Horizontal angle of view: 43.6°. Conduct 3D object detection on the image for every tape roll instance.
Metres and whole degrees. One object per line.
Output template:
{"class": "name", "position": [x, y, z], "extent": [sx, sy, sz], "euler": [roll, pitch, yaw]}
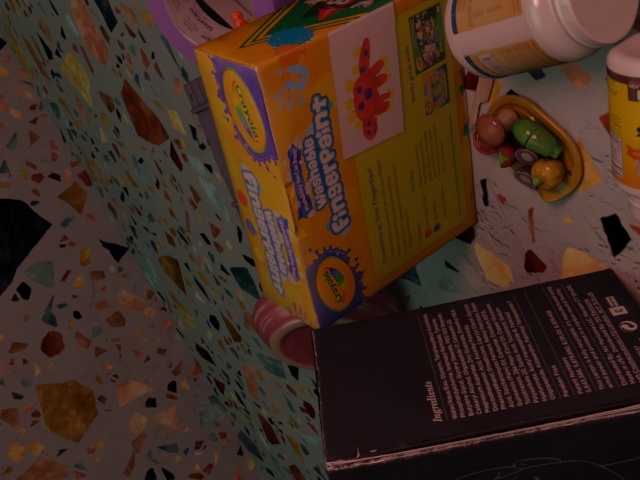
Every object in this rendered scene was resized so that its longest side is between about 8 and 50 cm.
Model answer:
{"class": "tape roll", "position": [-0.189, -0.455, 1.495], "extent": [0.274, 0.090, 0.275], "euler": [17, 138, 16]}

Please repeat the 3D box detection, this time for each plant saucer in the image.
{"class": "plant saucer", "position": [0.016, 0.196, 1.740], "extent": [0.332, 0.332, 0.084], "euler": [101, 172, -54]}

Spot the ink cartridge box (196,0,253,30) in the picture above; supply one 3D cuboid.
{"class": "ink cartridge box", "position": [-0.257, -0.489, 1.727], "extent": [0.333, 0.065, 0.165], "euler": [46, 152, 23]}

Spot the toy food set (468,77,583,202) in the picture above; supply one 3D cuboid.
{"class": "toy food set", "position": [0.280, -0.140, 1.181], "extent": [0.218, 0.071, 0.128], "euler": [47, 152, 20]}

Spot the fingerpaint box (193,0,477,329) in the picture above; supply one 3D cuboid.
{"class": "fingerpaint box", "position": [0.047, -0.148, 1.237], "extent": [0.163, 0.371, 0.445], "euler": [28, 142, 44]}

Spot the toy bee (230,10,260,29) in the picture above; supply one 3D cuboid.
{"class": "toy bee", "position": [-0.114, -0.321, 1.390], "extent": [0.162, 0.298, 0.195], "euler": [27, -174, -37]}

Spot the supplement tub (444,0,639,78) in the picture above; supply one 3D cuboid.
{"class": "supplement tub", "position": [0.264, -0.281, 0.974], "extent": [0.199, 0.144, 0.144], "euler": [2, 121, 59]}

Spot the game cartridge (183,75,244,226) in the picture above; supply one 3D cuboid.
{"class": "game cartridge", "position": [-0.169, -0.199, 1.730], "extent": [0.230, 0.068, 0.355], "euler": [-2, 113, 61]}

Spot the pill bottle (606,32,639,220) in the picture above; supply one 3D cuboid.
{"class": "pill bottle", "position": [0.401, -0.129, 0.937], "extent": [0.117, 0.117, 0.215], "euler": [24, 139, 48]}

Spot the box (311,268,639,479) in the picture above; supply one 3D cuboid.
{"class": "box", "position": [0.268, 0.351, 1.215], "extent": [0.297, 0.471, 0.480], "euler": [-100, -3, -57]}
